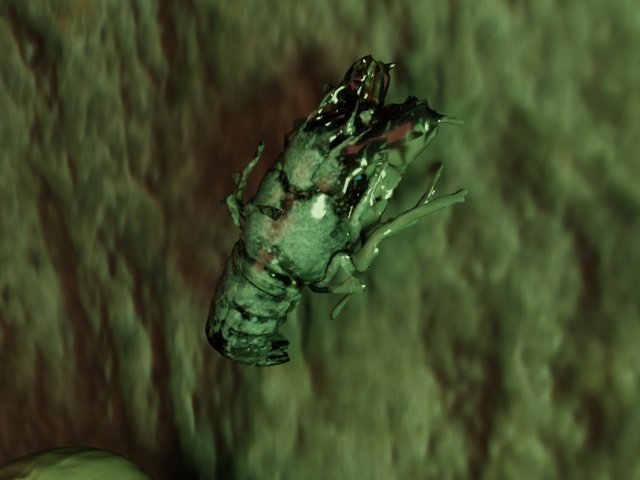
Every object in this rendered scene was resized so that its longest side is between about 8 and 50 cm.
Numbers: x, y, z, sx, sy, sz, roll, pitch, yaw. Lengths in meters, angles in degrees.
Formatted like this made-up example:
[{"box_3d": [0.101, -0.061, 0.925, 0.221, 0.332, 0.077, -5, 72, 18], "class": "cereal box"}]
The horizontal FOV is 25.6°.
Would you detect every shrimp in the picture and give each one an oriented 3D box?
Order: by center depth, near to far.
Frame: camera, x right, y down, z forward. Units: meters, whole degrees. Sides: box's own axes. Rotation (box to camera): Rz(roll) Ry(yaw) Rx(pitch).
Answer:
[{"box_3d": [-0.003, 0.003, 0.595, 0.082, 0.076, 0.174, 39, 126, 10], "class": "shrimp"}]

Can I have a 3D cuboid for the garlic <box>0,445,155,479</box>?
[{"box_3d": [-0.074, 0.190, 0.638, 0.143, 0.178, 0.229, -33, 82, 22], "class": "garlic"}]
